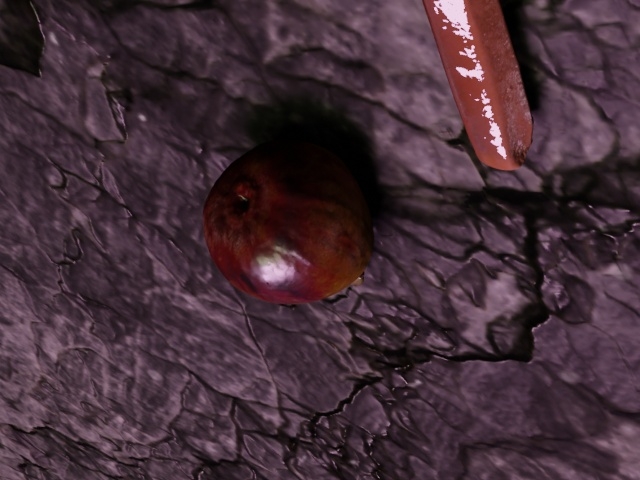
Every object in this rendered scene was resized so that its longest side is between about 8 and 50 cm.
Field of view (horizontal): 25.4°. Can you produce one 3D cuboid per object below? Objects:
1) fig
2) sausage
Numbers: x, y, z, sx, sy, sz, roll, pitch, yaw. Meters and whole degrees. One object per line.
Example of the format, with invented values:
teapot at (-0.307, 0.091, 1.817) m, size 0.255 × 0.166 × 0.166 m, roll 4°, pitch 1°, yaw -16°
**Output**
fig at (0.000, 0.000, 0.750) m, size 0.089 × 0.089 × 0.125 m, roll -2°, pitch 160°, yaw 41°
sausage at (0.063, -0.090, 0.601) m, size 0.030 × 0.035 × 0.147 m, roll 30°, pitch 153°, yaw 42°
